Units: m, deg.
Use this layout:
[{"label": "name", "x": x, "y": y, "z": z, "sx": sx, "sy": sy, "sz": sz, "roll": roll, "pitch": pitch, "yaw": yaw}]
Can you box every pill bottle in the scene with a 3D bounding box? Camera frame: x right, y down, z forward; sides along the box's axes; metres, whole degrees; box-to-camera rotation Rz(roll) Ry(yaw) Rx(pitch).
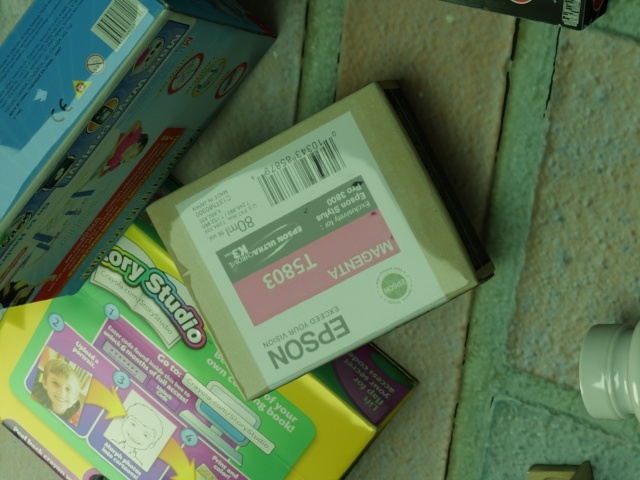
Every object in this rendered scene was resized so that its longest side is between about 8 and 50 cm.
[{"label": "pill bottle", "x": 0.311, "y": 0.106, "z": 1.310, "sx": 0.193, "sy": 0.108, "sz": 0.108, "roll": -2, "pitch": 112, "yaw": 32}]

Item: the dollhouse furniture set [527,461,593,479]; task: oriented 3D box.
[{"label": "dollhouse furniture set", "x": 0.167, "y": 0.292, "z": 1.479, "sx": 0.151, "sy": 0.123, "sz": 0.144, "roll": -5, "pitch": 111, "yaw": 33}]

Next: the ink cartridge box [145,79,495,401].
[{"label": "ink cartridge box", "x": 0.000, "y": 0.000, "z": 1.395, "sx": 0.235, "sy": 0.088, "sz": 0.193, "roll": -29, "pitch": 88, "yaw": 15}]

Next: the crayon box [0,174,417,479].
[{"label": "crayon box", "x": -0.136, "y": 0.142, "z": 1.596, "sx": 0.363, "sy": 0.106, "sz": 0.313, "roll": 40, "pitch": 124, "yaw": 8}]

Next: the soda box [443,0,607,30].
[{"label": "soda box", "x": 0.140, "y": -0.212, "z": 1.283, "sx": 0.169, "sy": 0.060, "sz": 0.053, "roll": 17, "pitch": 120, "yaw": 24}]

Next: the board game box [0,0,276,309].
[{"label": "board game box", "x": -0.196, "y": -0.084, "z": 1.333, "sx": 0.086, "sy": 0.302, "sz": 0.308, "roll": 41, "pitch": 101, "yaw": 8}]
